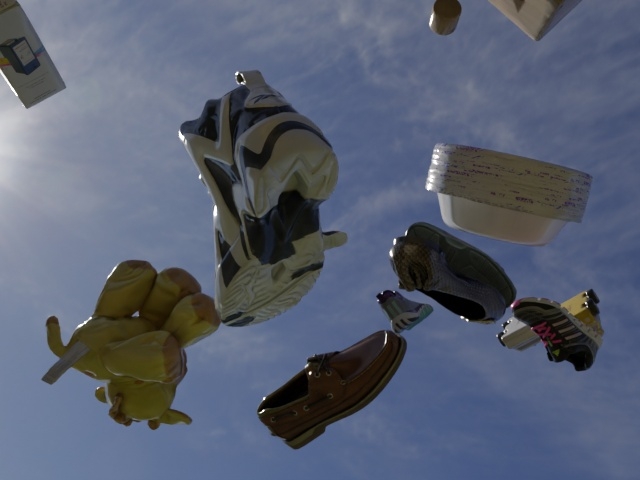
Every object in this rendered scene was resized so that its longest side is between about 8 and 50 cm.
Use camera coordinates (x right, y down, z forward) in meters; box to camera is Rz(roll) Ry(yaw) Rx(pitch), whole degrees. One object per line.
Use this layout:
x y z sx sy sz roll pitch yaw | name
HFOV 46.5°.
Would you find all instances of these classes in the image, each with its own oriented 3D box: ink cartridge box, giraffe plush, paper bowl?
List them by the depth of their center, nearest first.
-0.218 0.152 0.916 0.181 0.210 0.170 37 -29 38 | giraffe plush
0.330 -0.077 1.342 0.284 0.284 0.148 13 -84 15 | paper bowl
-0.581 -0.377 1.386 0.154 0.093 0.212 48 -18 28 | ink cartridge box

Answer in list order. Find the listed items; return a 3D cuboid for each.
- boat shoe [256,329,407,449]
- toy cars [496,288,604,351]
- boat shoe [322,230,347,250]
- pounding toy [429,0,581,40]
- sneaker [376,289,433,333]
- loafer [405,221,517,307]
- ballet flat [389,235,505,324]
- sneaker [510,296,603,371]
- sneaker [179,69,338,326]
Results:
0.015 0.254 1.323 0.104 0.111 0.307 42 -74 -18 | boat shoe
0.509 0.195 1.638 0.087 0.176 0.393 58 -20 4 | toy cars
0.000 0.000 1.734 0.043 0.137 0.049 12 -73 50 | boat shoe
0.209 -0.321 0.851 0.181 0.206 0.094 45 -12 9 | pounding toy
0.188 0.145 1.672 0.083 0.223 0.098 -39 -103 12 | sneaker
0.307 0.040 1.582 0.267 0.084 0.096 37 -64 16 | loafer
0.157 0.065 0.913 0.084 0.058 0.250 -3 -24 34 | ballet flat
0.375 0.153 1.186 0.170 0.075 0.063 31 -35 -13 | sneaker
-0.064 -0.042 0.648 0.094 0.153 0.235 -14 -37 -19 | sneaker
